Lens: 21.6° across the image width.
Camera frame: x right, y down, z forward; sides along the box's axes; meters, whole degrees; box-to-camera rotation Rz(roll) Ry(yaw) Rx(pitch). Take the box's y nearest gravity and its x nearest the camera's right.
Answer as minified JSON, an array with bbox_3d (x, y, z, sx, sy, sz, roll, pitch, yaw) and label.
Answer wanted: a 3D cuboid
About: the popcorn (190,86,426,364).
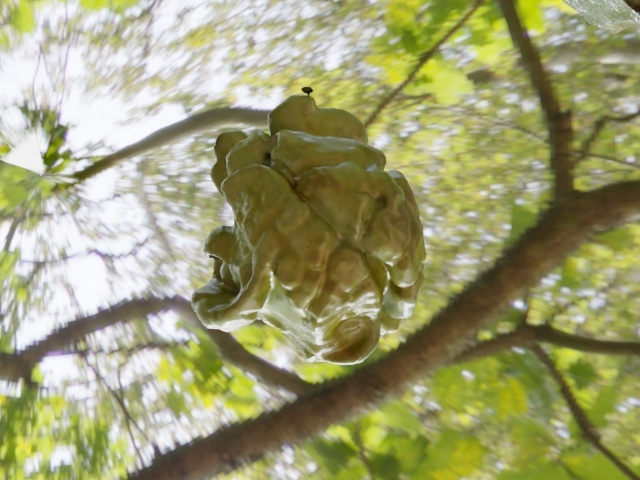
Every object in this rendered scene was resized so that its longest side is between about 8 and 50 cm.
[{"bbox_3d":[0.000,0.000,0.964,0.141,0.135,0.162,59,-137,-29],"label":"popcorn"}]

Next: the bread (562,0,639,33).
[{"bbox_3d":[0.084,-0.126,0.402,0.074,0.084,0.139,33,-85,0],"label":"bread"}]
